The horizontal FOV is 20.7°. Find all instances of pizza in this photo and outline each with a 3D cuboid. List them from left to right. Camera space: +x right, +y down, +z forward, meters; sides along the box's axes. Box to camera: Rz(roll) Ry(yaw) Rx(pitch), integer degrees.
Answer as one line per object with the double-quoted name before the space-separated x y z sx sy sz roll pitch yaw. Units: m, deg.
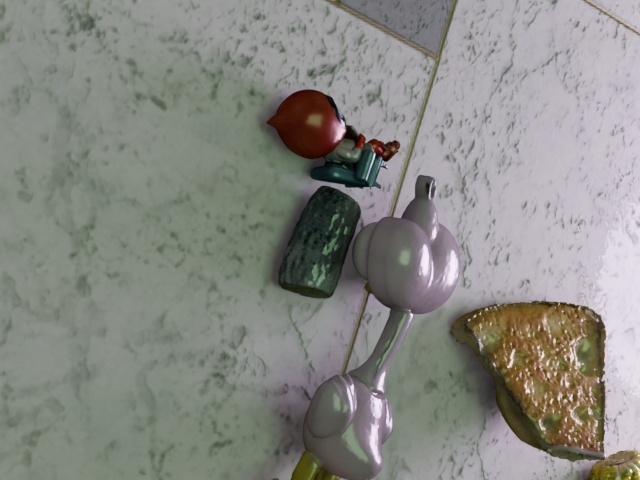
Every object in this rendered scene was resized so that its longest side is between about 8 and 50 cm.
"pizza" 0.227 0.155 1.956 0.204 0.080 0.188 11 64 -28

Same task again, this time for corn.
"corn" 0.362 0.334 2.077 0.085 0.063 0.165 -28 112 -43

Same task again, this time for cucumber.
"cucumber" 0.000 0.002 1.773 0.064 0.064 0.112 28 74 -36

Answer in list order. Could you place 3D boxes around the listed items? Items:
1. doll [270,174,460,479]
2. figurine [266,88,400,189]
"doll" 0.057 0.107 1.785 0.160 0.094 0.365 31 74 -61
"figurine" 0.007 -0.101 1.766 0.140 0.068 0.075 30 79 -29
